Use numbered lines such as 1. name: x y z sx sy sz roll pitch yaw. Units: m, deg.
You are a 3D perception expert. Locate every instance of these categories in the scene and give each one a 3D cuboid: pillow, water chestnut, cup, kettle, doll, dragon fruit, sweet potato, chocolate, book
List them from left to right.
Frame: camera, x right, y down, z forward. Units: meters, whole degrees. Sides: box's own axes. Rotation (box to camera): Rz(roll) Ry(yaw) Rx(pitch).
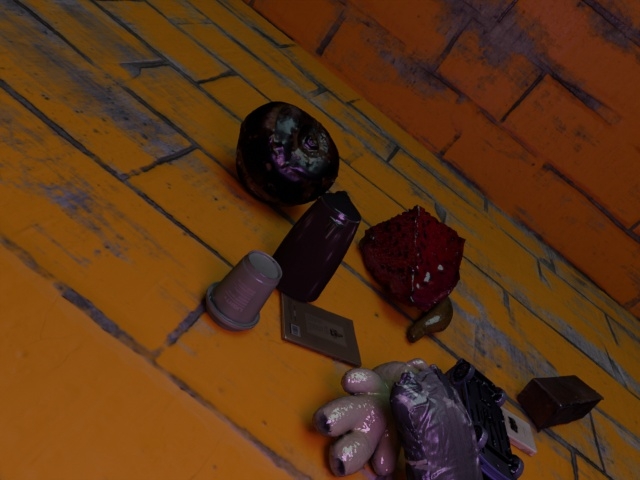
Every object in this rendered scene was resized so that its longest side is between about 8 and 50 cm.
1. cup: -0.145 0.092 1.012 0.120 0.141 0.120 29 27 -16
2. water chestnut: -0.105 -0.222 1.444 0.300 0.300 0.300 29 29 -18
3. book: -0.001 0.196 1.162 0.198 0.016 0.139 26 30 -23
4. kettle: 0.000 0.000 1.211 0.144 0.232 0.202 34 21 -3
5. doll: 0.092 0.327 0.999 0.149 0.175 0.278 12 15 43
6. dragon fruit: 0.242 0.051 1.454 0.330 0.302 0.240 -73 154 -48
7. sweet potato: 0.316 0.200 1.482 0.108 0.079 0.346 14 27 12
8. pillow: 0.205 0.392 0.920 0.161 0.092 0.335 -3 78 -33
9. chocolate: 0.685 0.453 1.514 0.321 0.112 0.112 9 32 -43

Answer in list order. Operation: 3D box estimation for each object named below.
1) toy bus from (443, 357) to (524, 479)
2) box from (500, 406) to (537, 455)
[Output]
1. toy bus: 0.325 0.397 1.133 0.125 0.133 0.292 39 25 -11
2. box: 0.463 0.459 1.319 0.166 0.024 0.090 34 28 -11
